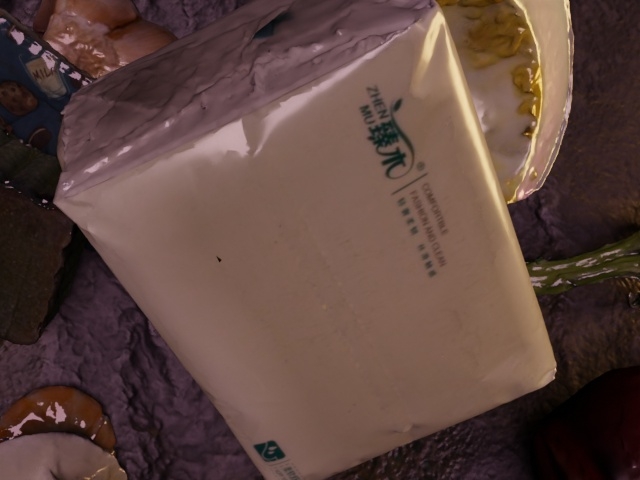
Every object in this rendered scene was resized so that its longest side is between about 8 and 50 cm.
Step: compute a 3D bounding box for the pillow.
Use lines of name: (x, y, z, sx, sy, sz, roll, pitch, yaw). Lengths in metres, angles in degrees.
pillow: (-0.237, -0.080, 0.753, 0.255, 0.034, 0.189, 32, 122, -9)

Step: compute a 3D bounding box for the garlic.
garlic: (-0.214, -0.191, 0.787, 0.174, 0.099, 0.124, 32, 74, -6)

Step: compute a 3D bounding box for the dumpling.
dumpling: (-0.246, 0.267, 0.729, 0.247, 0.142, 0.173, 37, 49, -42)

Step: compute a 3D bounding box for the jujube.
jujube: (0.400, 0.251, 0.774, 0.376, 0.258, 0.259, 4, 89, -1)

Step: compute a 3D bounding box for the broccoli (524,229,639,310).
broccoli: (0.308, 0.028, 0.841, 0.204, 0.122, 0.118, -13, 75, 8)

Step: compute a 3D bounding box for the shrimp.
shrimp: (-0.293, 0.263, 0.795, 0.133, 0.053, 0.236, 28, 82, -27)

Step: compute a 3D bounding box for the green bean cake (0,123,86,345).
green bean cake: (-0.312, -0.012, 0.739, 0.173, 0.094, 0.181, 26, 121, -4)

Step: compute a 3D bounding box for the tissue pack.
tissue pack: (0.000, 0.000, 0.661, 0.297, 0.207, 0.380, -27, 125, 3)

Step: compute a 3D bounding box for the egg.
egg: (0.136, -0.187, 0.788, 0.206, 0.161, 0.271, -54, 131, -20)
